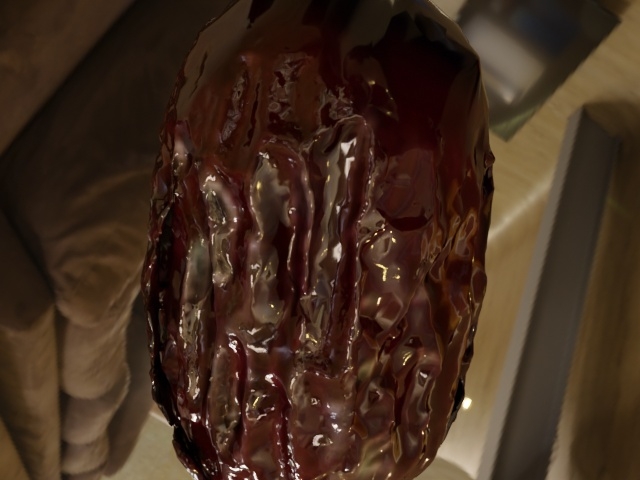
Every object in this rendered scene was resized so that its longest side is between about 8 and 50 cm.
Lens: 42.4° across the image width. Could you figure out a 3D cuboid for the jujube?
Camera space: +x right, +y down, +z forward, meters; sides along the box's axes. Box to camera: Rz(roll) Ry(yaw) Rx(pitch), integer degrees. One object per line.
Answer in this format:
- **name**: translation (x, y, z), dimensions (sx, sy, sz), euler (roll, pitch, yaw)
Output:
- **jujube**: translation (0.000, 0.000, 0.590), dimensions (0.258, 0.258, 0.376), euler (-81, -179, -83)
